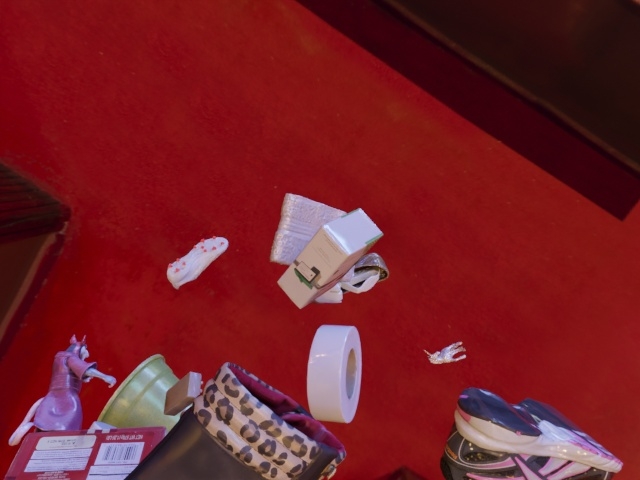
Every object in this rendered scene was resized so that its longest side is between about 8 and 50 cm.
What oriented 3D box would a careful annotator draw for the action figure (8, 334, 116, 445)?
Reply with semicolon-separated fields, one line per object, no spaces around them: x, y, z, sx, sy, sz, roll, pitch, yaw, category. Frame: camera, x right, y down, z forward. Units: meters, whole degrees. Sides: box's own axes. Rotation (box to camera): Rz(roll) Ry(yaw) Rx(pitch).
-0.841;0.483;1.621;0.248;0.276;0.370;-32;54;38;action figure

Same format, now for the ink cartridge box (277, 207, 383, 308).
0.020;0.043;1.166;0.092;0.160;0.219;48;129;12;ink cartridge box

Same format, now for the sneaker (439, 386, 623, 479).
0.165;0.177;0.413;0.178;0.072;0.077;22;101;-22;sneaker

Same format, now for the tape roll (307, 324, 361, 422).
0.048;0.398;1.503;0.100;0.286;0.286;-1;98;16;tape roll

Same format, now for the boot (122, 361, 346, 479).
-0.075;0.335;0.555;0.377;0.138;0.284;43;81;-20;boot

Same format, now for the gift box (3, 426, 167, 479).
-0.339;0.451;0.776;0.255;0.276;0.258;2;118;-2;gift box

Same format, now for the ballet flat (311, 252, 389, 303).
0.073;0.137;1.587;0.342;0.124;0.116;-16;122;-22;ballet flat

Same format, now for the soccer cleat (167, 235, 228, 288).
-0.335;0.057;1.370;0.068;0.196;0.076;31;140;29;soccer cleat

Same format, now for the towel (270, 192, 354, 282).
0.000;0.000;1.351;0.282;0.049;0.187;17;83;-37;towel

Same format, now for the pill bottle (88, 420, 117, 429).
-0.530;0.610;1.101;0.210;0.210;0.363;29;69;-3;pill bottle

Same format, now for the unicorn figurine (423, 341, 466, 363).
0.412;0.370;1.624;0.111;0.162;0.060;-22;70;16;unicorn figurine

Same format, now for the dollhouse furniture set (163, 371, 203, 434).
-0.243;0.372;1.003;0.123;0.151;0.144;22;135;-30;dollhouse furniture set

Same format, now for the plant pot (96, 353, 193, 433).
-0.437;0.507;1.402;0.254;0.276;0.276;32;98;9;plant pot
